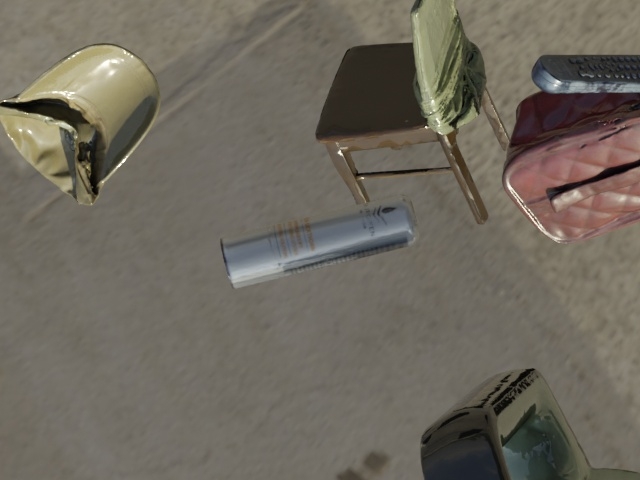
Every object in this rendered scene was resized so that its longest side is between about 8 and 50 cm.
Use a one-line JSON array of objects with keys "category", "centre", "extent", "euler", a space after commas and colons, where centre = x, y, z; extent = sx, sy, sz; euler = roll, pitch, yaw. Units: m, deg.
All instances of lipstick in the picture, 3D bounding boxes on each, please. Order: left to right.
[{"category": "lipstick", "centre": [0.000, 0.000, 1.272], "extent": [0.141, 0.040, 0.040], "euler": [-14, 106, 0]}]

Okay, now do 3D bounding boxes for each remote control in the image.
[{"category": "remote control", "centre": [0.260, -0.156, 1.655], "extent": [0.043, 0.152, 0.027], "euler": [56, 137, 37]}]

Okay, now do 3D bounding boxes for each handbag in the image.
[{"category": "handbag", "centre": [0.306, -0.097, 1.865], "extent": [0.225, 0.135, 0.146], "euler": [-18, 129, 34]}]

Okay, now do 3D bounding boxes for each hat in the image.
[{"category": "hat", "centre": [-0.285, -0.153, 2.160], "extent": [0.173, 0.144, 0.166], "euler": [-43, 100, -12]}]

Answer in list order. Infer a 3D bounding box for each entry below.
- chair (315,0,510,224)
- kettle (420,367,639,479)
[{"category": "chair", "centre": [0.090, -0.173, 1.931], "extent": [0.186, 0.160, 0.319], "euler": [-1, 137, 26]}, {"category": "kettle", "centre": [0.160, 0.273, 1.166], "extent": [0.250, 0.377, 0.361], "euler": [-27, 99, 17]}]
